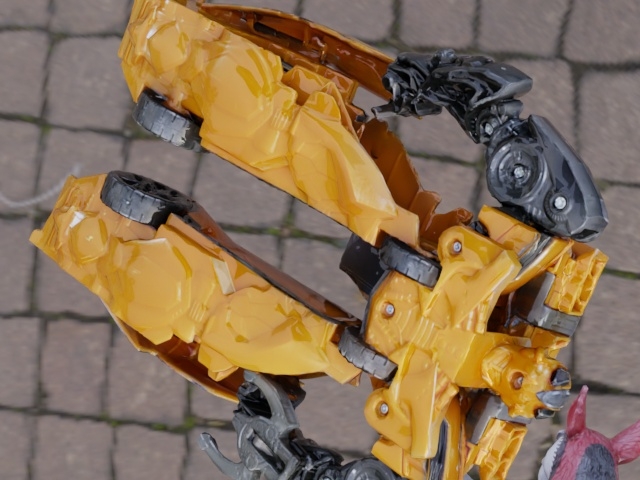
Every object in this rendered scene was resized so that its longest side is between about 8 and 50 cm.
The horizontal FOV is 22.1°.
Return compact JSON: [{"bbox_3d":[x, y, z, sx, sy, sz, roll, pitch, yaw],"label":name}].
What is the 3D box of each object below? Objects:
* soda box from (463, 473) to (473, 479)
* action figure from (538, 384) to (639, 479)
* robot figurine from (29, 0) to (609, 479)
[{"bbox_3d":[0.092,0.219,0.703,0.286,0.091,0.098,44,142,47],"label":"soda box"},{"bbox_3d":[0.121,0.268,1.037,0.248,0.276,0.370,13,81,18],"label":"action figure"},{"bbox_3d":[0.000,0.000,0.717,0.291,0.085,0.211,32,104,36],"label":"robot figurine"}]
